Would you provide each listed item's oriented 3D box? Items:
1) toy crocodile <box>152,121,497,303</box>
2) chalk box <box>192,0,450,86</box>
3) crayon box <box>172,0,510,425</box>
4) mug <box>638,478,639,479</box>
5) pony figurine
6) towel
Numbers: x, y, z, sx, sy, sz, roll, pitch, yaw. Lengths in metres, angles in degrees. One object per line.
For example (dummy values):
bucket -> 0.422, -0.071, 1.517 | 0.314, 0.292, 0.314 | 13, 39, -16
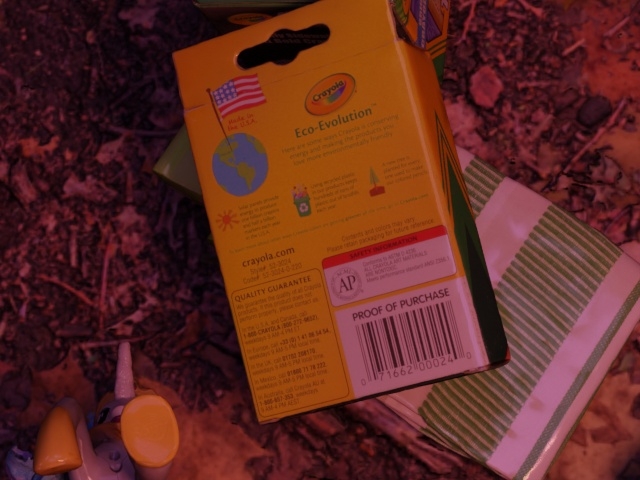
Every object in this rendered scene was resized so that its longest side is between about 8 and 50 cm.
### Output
toy crocodile -> 0.000, 0.000, 1.394 | 0.340, 0.105, 0.115 | 36, 80, 16
chalk box -> 0.003, -0.258, 1.387 | 0.180, 0.289, 0.179 | 2, 76, 14
crayon box -> 0.015, -0.029, 1.297 | 0.202, 0.081, 0.318 | -15, 84, 20
mug -> 0.343, 0.223, 1.335 | 0.097, 0.158, 0.129 | -45, 53, -11
pony figurine -> -0.140, 0.264, 1.289 | 0.303, 0.363, 0.351 | -10, 91, -4
towel -> 0.112, 0.047, 1.442 | 0.325, 0.038, 0.248 | 31, 80, 14
